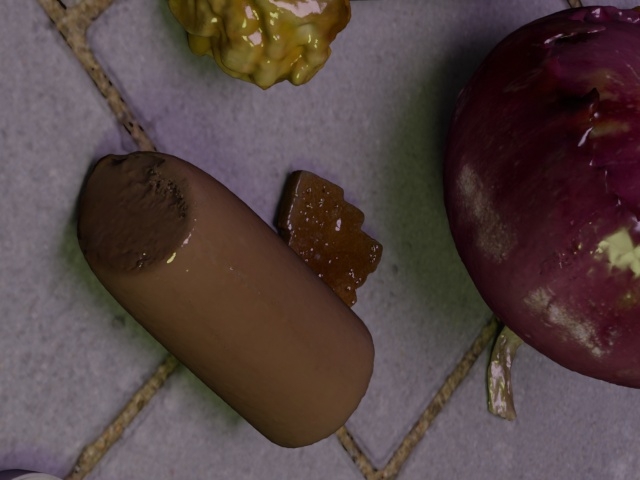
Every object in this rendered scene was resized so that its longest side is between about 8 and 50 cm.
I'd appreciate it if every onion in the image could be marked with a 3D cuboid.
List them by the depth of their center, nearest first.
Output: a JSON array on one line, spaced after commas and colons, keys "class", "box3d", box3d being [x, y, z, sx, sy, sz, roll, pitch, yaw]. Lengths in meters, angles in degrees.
[{"class": "onion", "box3d": [0.252, -0.031, 1.473, 0.358, 0.345, 0.358, 25, 57, -46]}]

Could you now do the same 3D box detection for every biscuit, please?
[{"class": "biscuit", "box3d": [0.000, 0.000, 1.397, 0.119, 0.019, 0.130, -31, 113, -39]}]

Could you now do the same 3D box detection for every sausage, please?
[{"class": "sausage", "box3d": [-0.072, 0.041, 1.261, 0.253, 0.123, 0.123, 44, 62, -35]}]

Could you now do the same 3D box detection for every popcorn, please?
[{"class": "popcorn", "box3d": [-0.040, -0.222, 1.275, 0.140, 0.163, 0.194, 4, 121, -26]}]

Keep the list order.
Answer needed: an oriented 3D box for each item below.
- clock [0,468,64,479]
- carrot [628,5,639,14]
[{"class": "clock", "box3d": [-0.186, 0.262, 1.198, 0.198, 0.064, 0.172, 31, 69, -39]}, {"class": "carrot", "box3d": [0.324, -0.142, 1.699, 0.037, 0.037, 0.190, -12, 104, -43]}]
